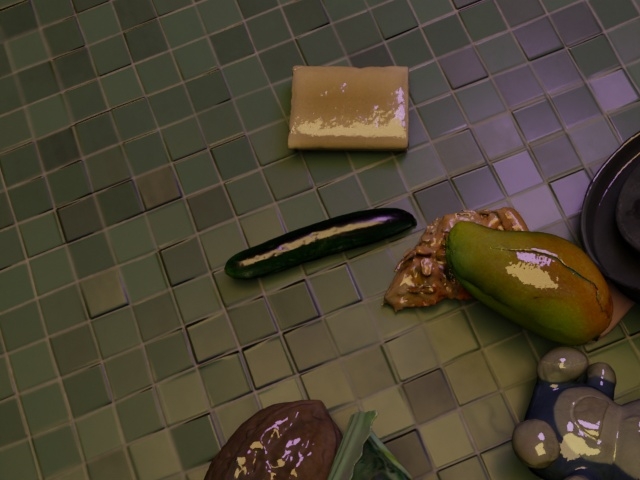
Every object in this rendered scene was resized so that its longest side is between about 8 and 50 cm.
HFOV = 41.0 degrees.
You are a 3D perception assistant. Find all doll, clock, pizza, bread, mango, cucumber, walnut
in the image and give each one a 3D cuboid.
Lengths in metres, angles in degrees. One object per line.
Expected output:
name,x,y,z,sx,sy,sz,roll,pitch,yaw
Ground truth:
doll,0.371,0.253,1.038,0.258,0.154,0.228,12,38,19
clock,0.490,-0.047,1.084,0.319,0.066,0.319,-27,38,23
pizza,0.196,0.024,1.181,0.226,0.069,0.147,-1,74,5
bread,0.044,-0.194,1.269,0.178,0.060,0.139,2,73,6
mango,0.267,0.045,1.094,0.233,0.111,0.125,34,81,10
cucumber,0.000,0.000,1.214,0.284,0.056,0.056,-16,71,-5
walnut,-0.056,0.300,1.062,0.178,0.178,0.230,26,75,13

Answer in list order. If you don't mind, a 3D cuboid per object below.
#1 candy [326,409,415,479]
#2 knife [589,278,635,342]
candy,0.149,0.391,0.982,0.398,0.172,0.262,27,72,-9
knife,0.458,0.022,1.183,0.336,0.043,0.081,-36,67,-13
